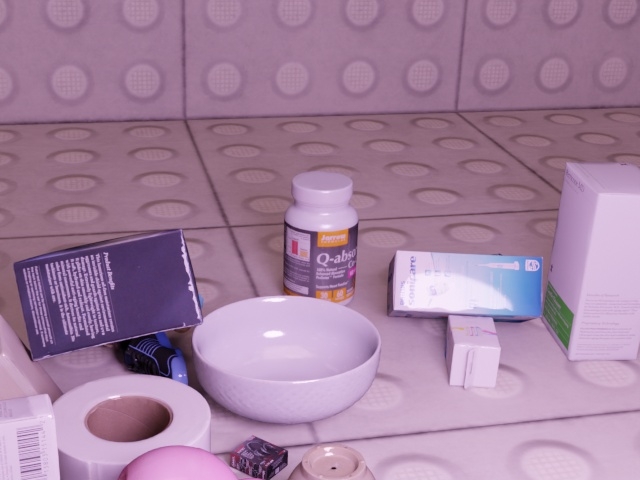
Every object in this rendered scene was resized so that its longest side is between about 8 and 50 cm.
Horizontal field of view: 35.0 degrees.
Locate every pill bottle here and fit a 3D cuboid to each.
[{"bbox_3d":[0.000,0.000,2.214,0.162,0.278,0.162,1,23,-1],"label":"pill bottle"}]

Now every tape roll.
[{"bbox_3d":[-0.286,0.334,1.529,0.246,0.169,0.246,2,23,-1],"label":"tape roll"}]

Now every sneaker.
[{"bbox_3d":[-0.315,0.228,1.905,0.091,0.081,0.232,-10,19,-22],"label":"sneaker"}]

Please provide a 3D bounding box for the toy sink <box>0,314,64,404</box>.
[{"bbox_3d":[-0.518,0.267,1.680,0.131,0.234,0.153,-32,30,-5],"label":"toy sink"}]

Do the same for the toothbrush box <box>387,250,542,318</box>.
[{"bbox_3d":[0.290,0.098,2.096,0.296,0.126,0.216,4,-8,0],"label":"toothbrush box"}]

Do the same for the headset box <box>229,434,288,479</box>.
[{"bbox_3d":[-0.104,0.357,1.669,0.083,0.032,0.062,18,28,30],"label":"headset box"}]

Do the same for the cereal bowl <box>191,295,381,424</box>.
[{"bbox_3d":[-0.063,0.231,1.835,0.339,0.141,0.339,3,23,-1],"label":"cereal bowl"}]

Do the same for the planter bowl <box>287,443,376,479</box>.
[{"bbox_3d":[0.017,0.377,1.535,0.162,0.109,0.162,2,22,-1],"label":"planter bowl"}]

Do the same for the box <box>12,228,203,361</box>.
[{"bbox_3d":[-0.376,0.089,1.854,0.294,0.182,0.296,-11,2,-8],"label":"box"}]

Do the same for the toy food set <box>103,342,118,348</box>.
[{"bbox_3d":[-0.401,0.197,2.041,0.078,0.019,0.122,16,19,29],"label":"toy food set"}]

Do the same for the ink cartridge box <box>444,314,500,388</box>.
[{"bbox_3d":[0.293,0.218,1.964,0.090,0.092,0.143,3,24,0],"label":"ink cartridge box"}]

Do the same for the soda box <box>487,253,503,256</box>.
[{"bbox_3d":[0.430,0.088,2.338,0.060,0.053,0.169,-8,24,-22],"label":"soda box"}]

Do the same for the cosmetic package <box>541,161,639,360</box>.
[{"bbox_3d":[0.572,0.040,2.064,0.155,0.365,0.197,0,22,-7],"label":"cosmetic package"}]

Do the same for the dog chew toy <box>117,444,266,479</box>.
[{"bbox_3d":[-0.117,0.399,1.343,0.332,0.206,0.206,21,19,-14],"label":"dog chew toy"}]

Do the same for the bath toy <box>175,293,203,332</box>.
[{"bbox_3d":[-0.340,0.080,2.179,0.129,0.151,0.348,-43,27,2],"label":"bath toy"}]

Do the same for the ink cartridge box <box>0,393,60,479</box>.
[{"bbox_3d":[-0.464,0.355,1.295,0.261,0.296,0.066,-7,24,-21],"label":"ink cartridge box"}]
